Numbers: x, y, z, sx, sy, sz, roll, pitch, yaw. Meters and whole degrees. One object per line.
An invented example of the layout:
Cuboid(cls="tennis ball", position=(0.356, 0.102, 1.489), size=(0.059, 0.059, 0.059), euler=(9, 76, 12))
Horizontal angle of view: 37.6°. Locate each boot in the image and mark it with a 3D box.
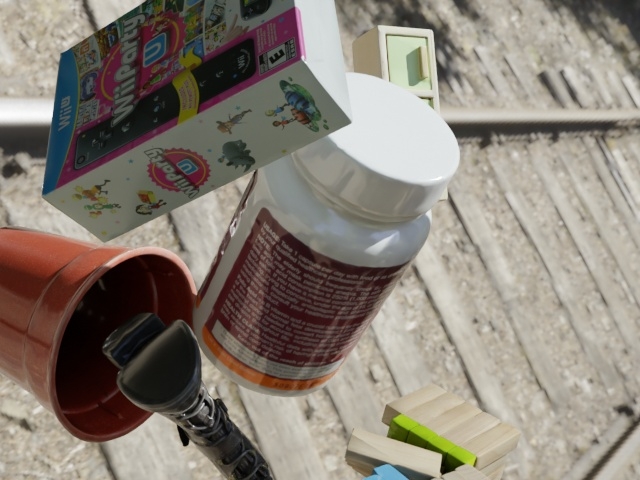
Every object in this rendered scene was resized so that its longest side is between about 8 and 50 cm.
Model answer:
Cuboid(cls="boot", position=(-0.124, 0.191, 1.022), size=(0.229, 0.091, 0.263), euler=(53, -12, -19))

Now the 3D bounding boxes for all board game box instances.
Cuboid(cls="board game box", position=(-0.130, -0.160, 0.958), size=(0.097, 0.304, 0.224), euler=(43, 30, -44))

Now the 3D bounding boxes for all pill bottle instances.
Cuboid(cls="pill bottle", position=(0.000, 0.000, 1.175), size=(0.224, 0.392, 0.224), euler=(17, 42, -15))

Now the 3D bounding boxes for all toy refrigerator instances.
Cuboid(cls="toy refrigerator", position=(0.124, -0.188, 1.457), size=(0.102, 0.094, 0.269), euler=(-1, 83, -26))

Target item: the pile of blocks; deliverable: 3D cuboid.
Cuboid(cls="pile of blocks", position=(0.076, 0.252, 0.801), size=(0.149, 0.112, 0.362), euler=(17, 20, 10))

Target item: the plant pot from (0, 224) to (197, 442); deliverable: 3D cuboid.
Cuboid(cls="plant pot", position=(-0.361, 0.105, 1.314), size=(0.272, 0.265, 0.272), euler=(-34, 133, -47))
